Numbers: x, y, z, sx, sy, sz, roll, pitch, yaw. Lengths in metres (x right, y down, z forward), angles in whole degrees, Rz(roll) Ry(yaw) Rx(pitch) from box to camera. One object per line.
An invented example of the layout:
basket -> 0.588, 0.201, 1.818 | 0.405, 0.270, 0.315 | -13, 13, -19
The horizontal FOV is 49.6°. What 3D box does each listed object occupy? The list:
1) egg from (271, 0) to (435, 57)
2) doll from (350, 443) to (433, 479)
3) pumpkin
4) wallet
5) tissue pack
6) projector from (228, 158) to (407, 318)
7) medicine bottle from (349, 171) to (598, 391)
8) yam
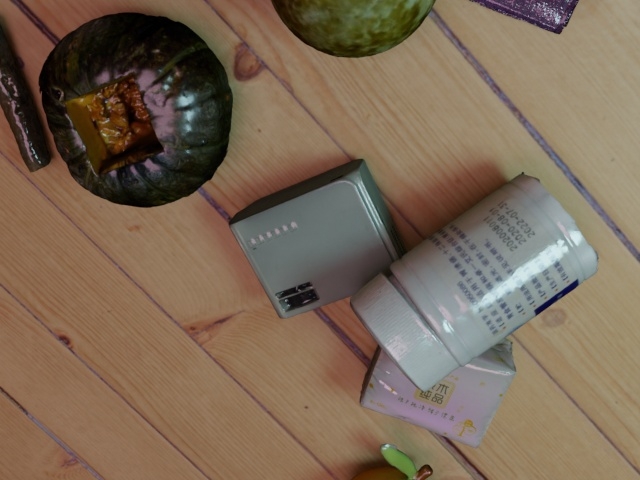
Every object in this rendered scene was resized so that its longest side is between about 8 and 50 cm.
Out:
egg -> 0.040, -0.357, 0.904 | 0.238, 0.289, 0.238 | 6, 118, 11
doll -> 0.150, 0.519, 1.340 | 0.213, 0.213, 0.236 | 29, 104, -1
pumpkin -> -0.288, -0.204, 1.108 | 0.320, 0.192, 0.320 | 4, 114, 9
wallet -> 0.291, -0.372, 0.983 | 0.166, 0.030, 0.111 | 22, 116, 2
tissue pack -> 0.204, 0.238, 1.231 | 0.225, 0.124, 0.185 | 20, 114, 4
projector -> 0.000, 0.000, 1.183 | 0.250, 0.108, 0.198 | -22, 107, 20
medicine bottle -> 0.226, 0.067, 1.054 | 0.332, 0.190, 0.190 | -35, 103, 3
yam -> -0.543, -0.256, 1.221 | 0.061, 0.061, 0.274 | -8, 113, 17
